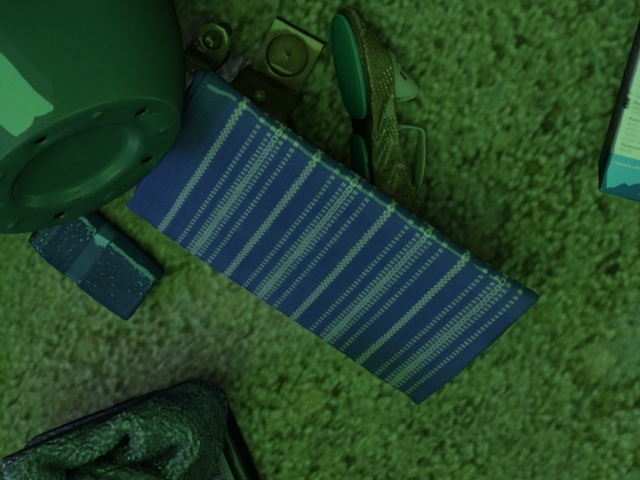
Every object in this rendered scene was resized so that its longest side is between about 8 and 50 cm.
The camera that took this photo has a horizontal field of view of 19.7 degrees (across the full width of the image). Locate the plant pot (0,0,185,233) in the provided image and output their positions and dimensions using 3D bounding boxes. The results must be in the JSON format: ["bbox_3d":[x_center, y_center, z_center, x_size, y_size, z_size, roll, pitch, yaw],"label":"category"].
[{"bbox_3d":[-0.243,-0.149,1.468,0.293,0.293,0.235,-35,70,16],"label":"plant pot"}]

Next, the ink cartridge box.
[{"bbox_3d":[0.284,-0.129,1.534,0.060,0.104,0.180,15,108,4],"label":"ink cartridge box"}]

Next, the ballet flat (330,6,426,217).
[{"bbox_3d":[0.055,-0.106,1.605,0.067,0.073,0.206,-13,109,-16],"label":"ballet flat"}]

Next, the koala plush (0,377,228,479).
[{"bbox_3d":[-0.147,0.253,1.625,0.203,0.196,0.221,-22,90,4],"label":"koala plush"}]

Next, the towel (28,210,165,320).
[{"bbox_3d":[-0.205,0.014,1.688,0.119,0.029,0.067,40,108,-3],"label":"towel"}]

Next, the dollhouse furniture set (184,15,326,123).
[{"bbox_3d":[-0.055,-0.204,1.552,0.144,0.123,0.151,28,108,-1],"label":"dollhouse furniture set"}]

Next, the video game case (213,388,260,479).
[{"bbox_3d":[-0.155,0.307,1.746,0.248,0.035,0.275,-21,95,13],"label":"video game case"}]

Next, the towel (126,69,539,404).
[{"bbox_3d":[0.000,0.000,1.581,0.336,0.040,0.243,34,148,-3],"label":"towel"}]
